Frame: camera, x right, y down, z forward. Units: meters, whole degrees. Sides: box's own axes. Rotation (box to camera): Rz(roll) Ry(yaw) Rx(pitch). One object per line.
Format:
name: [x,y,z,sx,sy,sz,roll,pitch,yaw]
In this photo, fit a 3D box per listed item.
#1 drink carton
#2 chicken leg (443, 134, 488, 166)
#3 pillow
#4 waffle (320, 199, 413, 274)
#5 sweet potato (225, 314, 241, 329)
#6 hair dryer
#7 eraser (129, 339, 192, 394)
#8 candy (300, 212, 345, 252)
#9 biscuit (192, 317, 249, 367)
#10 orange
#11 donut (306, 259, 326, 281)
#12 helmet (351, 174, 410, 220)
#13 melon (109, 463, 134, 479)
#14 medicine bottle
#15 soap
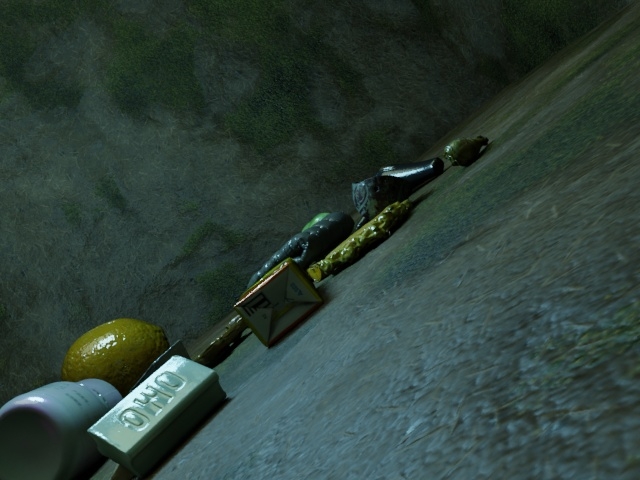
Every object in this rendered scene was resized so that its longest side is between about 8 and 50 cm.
drink carton: [-0.090,0.124,1.525,0.154,0.111,0.351,-38,1,-2]
chicken leg: [0.364,-0.230,1.723,0.093,0.070,0.178,-12,13,44]
pillow: [-0.059,0.044,2.004,0.228,0.101,0.326,-34,-8,-46]
waffle: [0.111,-0.011,1.676,0.254,0.052,0.245,-38,2,35]
sweet potato: [-0.246,0.249,2.174,0.117,0.049,0.049,-39,3,-2]
hair dryer: [0.192,-0.104,2.042,0.304,0.120,0.359,-10,36,54]
eraser: [-0.459,0.392,1.968,0.111,0.077,0.352,-45,0,-37]
candy: [0.000,0.000,2.319,0.343,0.132,0.142,144,134,-77]
biscuit: [-0.288,0.304,1.839,0.301,0.049,0.197,-40,-6,-46]
orange: [-0.659,0.414,2.274,0.357,0.322,0.322,-33,1,-15]
donut: [-0.004,0.069,1.779,0.038,0.067,0.083,-22,-38,-21]
helmet: [0.158,-0.103,1.800,0.153,0.107,0.177,-1,-5,-1]
melon: [-0.327,0.381,1.236,0.098,0.054,0.182,-54,3,-1]
medicine bottle: [-0.643,0.474,1.730,0.241,0.241,0.302,-39,-6,11]
soap: [-0.267,0.286,1.147,0.119,0.066,0.198,14,40,37]
